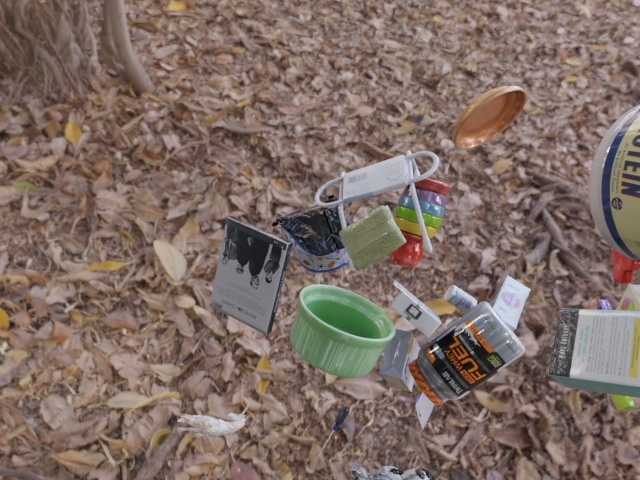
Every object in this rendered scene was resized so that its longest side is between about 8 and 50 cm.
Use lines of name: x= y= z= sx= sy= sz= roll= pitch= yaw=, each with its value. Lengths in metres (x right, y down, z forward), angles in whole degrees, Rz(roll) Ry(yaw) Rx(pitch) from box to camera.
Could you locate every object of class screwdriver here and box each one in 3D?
screwdriver: x=0.030 y=0.525 z=1.352 sx=0.024 sy=0.025 sz=0.170 roll=30 pitch=87 yaw=-12

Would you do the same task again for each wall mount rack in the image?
wall mount rack: x=0.162 y=-0.093 z=1.332 sx=0.350 sy=0.130 sz=0.304 roll=-16 pitch=43 yaw=20

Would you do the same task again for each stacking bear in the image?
stacking bear: x=0.299 y=-0.054 z=1.597 sx=0.175 sy=0.289 sz=0.164 roll=11 pitch=8 yaw=-43

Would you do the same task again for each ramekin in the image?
ramekin: x=0.056 y=0.271 z=1.493 sx=0.303 sy=0.148 sz=0.303 roll=19 pitch=18 yaw=-6

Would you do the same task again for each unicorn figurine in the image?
unicorn figurine: x=-0.224 y=0.384 z=1.042 sx=0.111 sy=0.162 sz=0.060 roll=-6 pitch=79 yaw=10

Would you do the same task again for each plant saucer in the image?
plant saucer: x=0.407 y=-0.304 z=1.224 sx=0.200 sy=0.200 sz=0.037 roll=-16 pitch=64 yaw=-25

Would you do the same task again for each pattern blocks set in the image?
pattern blocks set: x=0.540 y=0.174 z=0.846 sx=0.026 sy=0.285 sz=0.325 roll=2 pitch=24 yaw=6

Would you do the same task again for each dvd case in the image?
dvd case: x=-0.170 y=0.083 z=1.188 sx=0.179 sy=0.239 sz=0.029 roll=23 pitch=20 yaw=23

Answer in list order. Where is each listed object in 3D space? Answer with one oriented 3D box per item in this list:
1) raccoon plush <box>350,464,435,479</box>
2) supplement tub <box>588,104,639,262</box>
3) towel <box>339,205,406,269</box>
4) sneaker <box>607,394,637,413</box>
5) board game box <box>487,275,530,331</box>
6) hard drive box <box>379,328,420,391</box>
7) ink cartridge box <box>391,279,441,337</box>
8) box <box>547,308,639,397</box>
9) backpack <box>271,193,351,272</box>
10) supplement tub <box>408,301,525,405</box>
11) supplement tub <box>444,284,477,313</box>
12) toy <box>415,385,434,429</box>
raccoon plush: x=0.164 y=0.723 z=1.159 sx=0.299 sy=0.446 sz=0.216 roll=17 pitch=1 yaw=-29
supplement tub: x=0.524 y=-0.066 z=0.583 sx=0.235 sy=0.235 sz=0.325 roll=-5 pitch=8 yaw=-17
towel: x=0.116 y=-0.004 z=1.149 sx=0.027 sy=0.148 sz=0.110 roll=-15 pitch=76 yaw=-58
sneaker: x=0.758 y=0.319 z=1.125 sx=0.236 sy=0.095 sz=0.104 roll=-6 pitch=15 yaw=11
board game box: x=0.597 y=0.303 z=1.758 sx=0.097 sy=0.303 sz=0.224 roll=33 pitch=44 yaw=13
hard drive box: x=0.312 y=0.464 z=1.934 sx=0.089 sy=0.232 sz=0.181 roll=8 pitch=66 yaw=24
ink cartridge box: x=0.275 y=0.205 z=1.518 sx=0.180 sy=0.060 sz=0.104 roll=40 pitch=8 yaw=7
box: x=0.419 y=0.143 z=0.616 sx=0.060 sy=0.244 sz=0.100 roll=34 pitch=66 yaw=-31
backpack: x=0.000 y=0.000 z=1.847 sx=0.276 sy=0.213 sz=0.263 roll=-24 pitch=42 yaw=-13
supplement tub: x=0.437 y=0.349 z=1.522 sx=0.316 sy=0.193 sz=0.193 roll=-41 pitch=56 yaw=11
supplement tub: x=0.531 y=0.225 z=1.901 sx=0.107 sy=0.071 sz=0.071 roll=33 pitch=47 yaw=-3
toy: x=0.382 y=0.534 z=1.792 sx=0.056 sy=0.137 sz=0.237 roll=8 pitch=41 yaw=39
